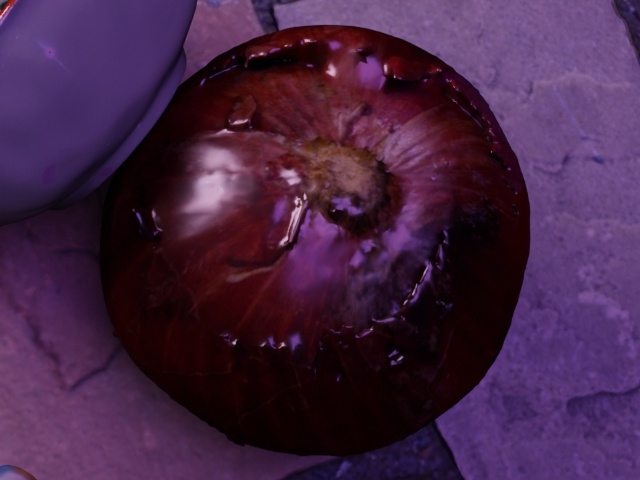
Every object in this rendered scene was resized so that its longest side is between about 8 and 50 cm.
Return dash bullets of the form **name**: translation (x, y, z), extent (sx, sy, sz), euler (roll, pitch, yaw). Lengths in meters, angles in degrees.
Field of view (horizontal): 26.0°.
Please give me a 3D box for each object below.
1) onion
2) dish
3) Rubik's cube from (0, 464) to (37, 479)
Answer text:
- **onion**: translation (0.000, 0.000, 0.880), extent (0.276, 0.276, 0.276), euler (6, 73, -21)
- **dish**: translation (-0.167, -0.103, 0.851), extent (0.117, 0.256, 0.256), euler (39, 64, -22)
- **Rubik's cube**: translation (-0.184, 0.352, 0.648), extent (0.344, 0.347, 0.346), euler (48, 63, -3)
